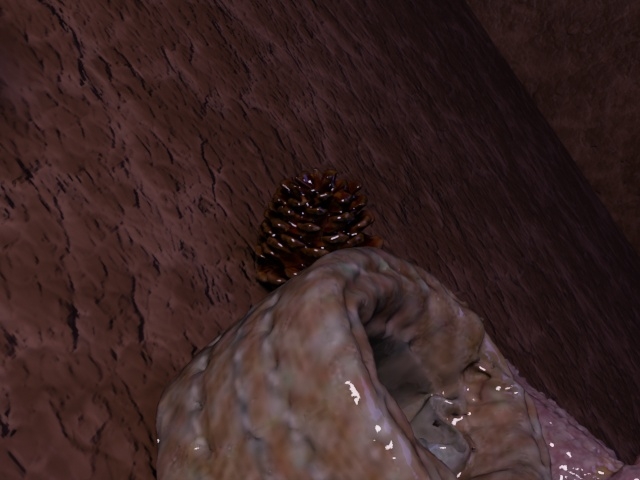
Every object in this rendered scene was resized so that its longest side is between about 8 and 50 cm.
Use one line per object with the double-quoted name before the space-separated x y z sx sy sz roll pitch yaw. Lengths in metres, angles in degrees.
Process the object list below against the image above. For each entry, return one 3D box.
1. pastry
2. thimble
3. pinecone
"pastry" 0.134 0.137 0.646 0.265 0.112 0.103 28 5 42
"thimble" 0.023 0.113 0.509 0.196 0.148 0.229 56 21 2
"pinecone" -0.004 0.001 0.649 0.102 0.102 0.109 -93 172 -48
